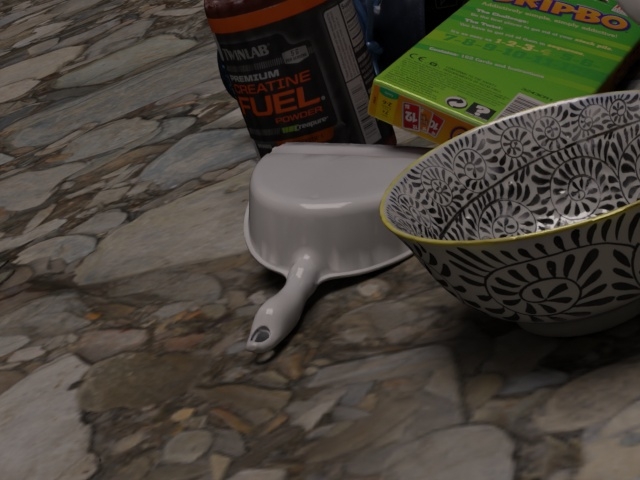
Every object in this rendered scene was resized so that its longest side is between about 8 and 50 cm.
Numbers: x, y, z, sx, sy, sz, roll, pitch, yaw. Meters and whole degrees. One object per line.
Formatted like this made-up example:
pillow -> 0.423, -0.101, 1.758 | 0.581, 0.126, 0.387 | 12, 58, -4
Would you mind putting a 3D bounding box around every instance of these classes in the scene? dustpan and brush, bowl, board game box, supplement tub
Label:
dustpan and brush -> 0.000, 0.000, 0.751 | 0.147, 0.060, 0.211 | 4, 22, 21
bowl -> 0.121, -0.005, 0.605 | 0.170, 0.080, 0.170 | -17, 21, 7
board game box -> 0.146, -0.129, 0.880 | 0.124, 0.039, 0.259 | 25, 41, 18
supplement tub -> -0.020, -0.139, 0.898 | 0.106, 0.198, 0.106 | -18, 20, 7

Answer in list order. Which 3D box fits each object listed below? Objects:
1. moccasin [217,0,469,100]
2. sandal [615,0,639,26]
moccasin -> 0.076, -0.192, 1.035 | 0.342, 0.138, 0.117 | -19, 25, 4
sandal -> 0.292, -0.194, 0.872 | 0.416, 0.169, 0.102 | -44, -13, -49
